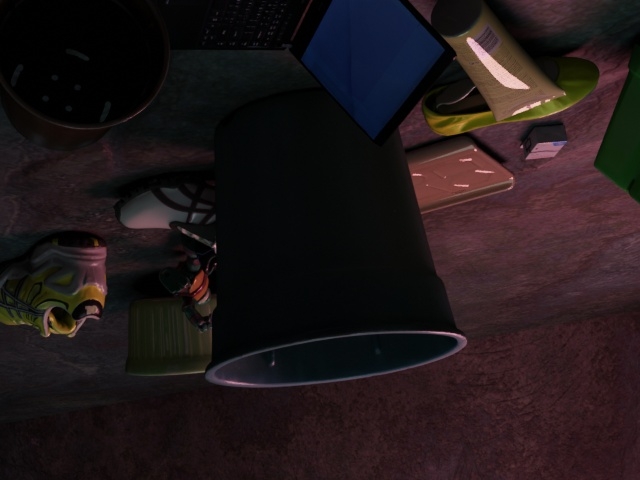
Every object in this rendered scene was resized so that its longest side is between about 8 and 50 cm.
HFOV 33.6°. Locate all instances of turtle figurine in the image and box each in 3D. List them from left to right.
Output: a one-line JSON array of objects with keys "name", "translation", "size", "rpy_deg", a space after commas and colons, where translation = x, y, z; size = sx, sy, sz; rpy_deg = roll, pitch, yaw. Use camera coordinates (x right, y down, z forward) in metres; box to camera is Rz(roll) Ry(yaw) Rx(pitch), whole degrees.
[{"name": "turtle figurine", "translation": [-0.221, 0.081, 1.944], "size": [0.118, 0.175, 0.234], "rpy_deg": [7, 159, 13]}]

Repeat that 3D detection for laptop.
[{"name": "laptop", "translation": [-0.036, -0.195, 1.073], "size": [0.264, 0.136, 0.234], "rpy_deg": [-3, 163, -17]}]

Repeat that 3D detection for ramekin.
[{"name": "ramekin", "translation": [-0.250, 0.182, 2.158], "size": [0.304, 0.148, 0.303], "rpy_deg": [-5, 179, 0]}]

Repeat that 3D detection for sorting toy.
[{"name": "sorting toy", "translation": [0.187, -0.106, 1.682], "size": [0.193, 0.038, 0.208], "rpy_deg": [-16, 158, 25]}]

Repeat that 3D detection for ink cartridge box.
[{"name": "ink cartridge box", "translation": [0.339, -0.146, 1.612], "size": [0.048, 0.028, 0.083], "rpy_deg": [-5, 164, -7]}]

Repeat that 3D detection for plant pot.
[{"name": "plant pot", "translation": [-0.250, -0.169, 1.050], "size": [0.167, 0.166, 0.165], "rpy_deg": [-1, 170, -21]}, {"name": "plant pot", "translation": [0.000, 0.000, 1.410], "size": [0.341, 0.334, 0.341], "rpy_deg": [-7, 165, -2]}]

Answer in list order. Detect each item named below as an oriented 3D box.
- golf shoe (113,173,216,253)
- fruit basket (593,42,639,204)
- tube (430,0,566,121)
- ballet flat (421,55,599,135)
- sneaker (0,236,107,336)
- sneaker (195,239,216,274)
[{"name": "golf shoe", "translation": [-0.177, -0.037, 1.594], "size": [0.273, 0.120, 0.105], "rpy_deg": [-8, 166, 5]}, {"name": "fruit basket", "translation": [0.583, -0.144, 1.299], "size": [0.392, 0.392, 0.283], "rpy_deg": [-21, 160, 40]}, {"name": "tube", "translation": [0.202, -0.205, 1.224], "size": [0.070, 0.062, 0.240], "rpy_deg": [25, 175, 37]}, {"name": "ballet flat", "translation": [0.234, -0.189, 1.346], "size": [0.231, 0.077, 0.077], "rpy_deg": [-14, 150, 26]}, {"name": "sneaker", "translation": [-0.501, 0.108, 1.891], "size": [0.145, 0.147, 0.385], "rpy_deg": [1, 163, -34]}, {"name": "sneaker", "translation": [-0.099, 0.001, 1.808], "size": [0.232, 0.090, 0.081], "rpy_deg": [-9, 164, 8]}]
